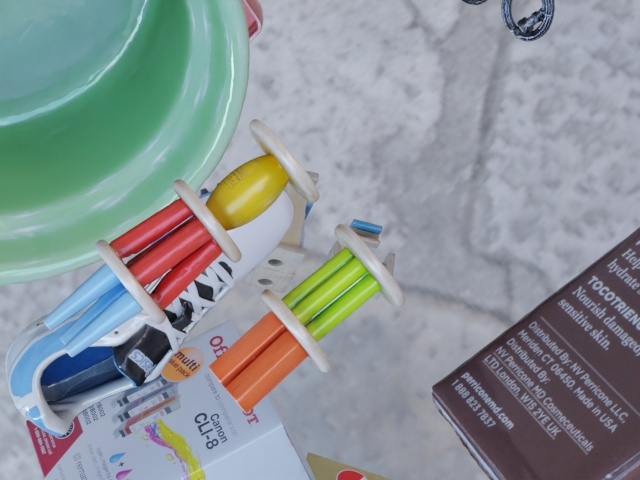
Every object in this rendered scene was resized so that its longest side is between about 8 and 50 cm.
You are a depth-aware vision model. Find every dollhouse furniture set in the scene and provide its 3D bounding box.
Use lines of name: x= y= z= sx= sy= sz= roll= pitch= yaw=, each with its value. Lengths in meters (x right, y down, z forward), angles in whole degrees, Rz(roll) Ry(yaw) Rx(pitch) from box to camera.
dollhouse furniture set: x=0.000 y=0.000 z=2.103 sx=0.183 sy=0.129 sz=0.129 roll=14 pitch=151 yaw=-9

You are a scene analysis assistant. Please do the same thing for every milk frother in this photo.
milk frother: x=0.237 y=-0.307 z=1.760 sx=0.129 sy=0.134 sz=0.143 roll=-12 pitch=105 yaw=59

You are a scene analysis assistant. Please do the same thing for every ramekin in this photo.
ramekin: x=-0.206 y=-0.132 z=0.952 sx=0.303 sy=0.148 sz=0.303 roll=-10 pitch=132 yaw=-12

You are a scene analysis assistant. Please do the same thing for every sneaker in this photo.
sneaker: x=-0.110 y=0.047 z=1.059 sx=0.086 sy=0.237 sz=0.085 roll=53 pitch=-179 yaw=42

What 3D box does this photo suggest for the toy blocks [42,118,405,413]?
toy blocks: x=-0.051 y=0.031 z=0.774 sx=0.148 sy=0.054 sz=0.123 roll=-39 pitch=87 yaw=-4

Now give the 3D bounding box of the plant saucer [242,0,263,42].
plant saucer: x=-0.192 y=-0.328 z=2.016 sx=0.258 sy=0.047 sz=0.259 roll=56 pitch=142 yaw=2

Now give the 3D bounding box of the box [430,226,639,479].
box: x=0.270 y=0.053 z=0.829 sx=0.381 sy=0.143 sz=0.191 roll=-36 pitch=126 yaw=-1

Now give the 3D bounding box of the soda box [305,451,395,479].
soda box: x=0.058 y=0.323 z=1.878 sx=0.181 sy=0.058 sz=0.061 roll=18 pitch=124 yaw=-1

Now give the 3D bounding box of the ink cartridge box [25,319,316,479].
ink cartridge box: x=-0.104 y=0.172 z=1.153 sx=0.176 sy=0.128 sz=0.127 roll=-27 pitch=133 yaw=-5
